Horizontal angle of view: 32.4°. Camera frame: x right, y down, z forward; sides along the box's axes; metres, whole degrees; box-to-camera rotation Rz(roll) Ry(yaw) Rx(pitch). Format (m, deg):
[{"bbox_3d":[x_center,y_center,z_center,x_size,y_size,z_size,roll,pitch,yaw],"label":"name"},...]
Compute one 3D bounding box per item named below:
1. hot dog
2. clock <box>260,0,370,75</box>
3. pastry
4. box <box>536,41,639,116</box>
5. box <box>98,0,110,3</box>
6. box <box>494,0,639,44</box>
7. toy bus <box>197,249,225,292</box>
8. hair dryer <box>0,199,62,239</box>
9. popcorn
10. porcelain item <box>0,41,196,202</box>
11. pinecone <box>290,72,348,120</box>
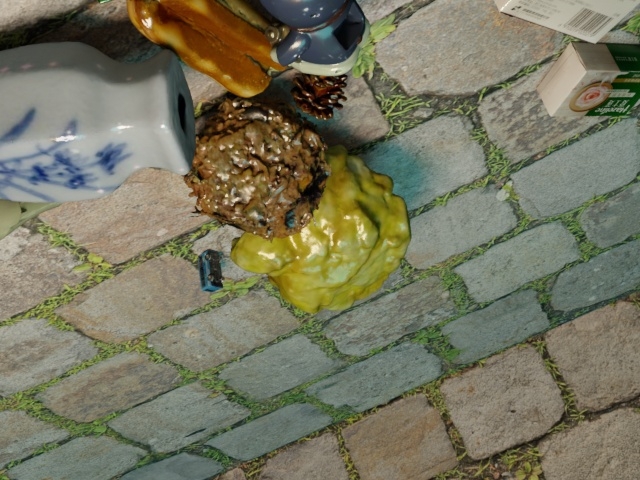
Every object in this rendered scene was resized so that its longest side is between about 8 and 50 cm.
[{"bbox_3d":[-0.171,-0.325,1.658,0.135,0.100,0.337,-40,147,18],"label":"hot dog"},{"bbox_3d":[-0.010,-0.366,1.625,0.199,0.146,0.243,-57,152,-16],"label":"clock"},{"bbox_3d":[-0.106,-0.116,1.882,0.275,0.193,0.275,0,117,0],"label":"pastry"},{"bbox_3d":[0.542,-0.312,2.142,0.199,0.081,0.135,-2,147,-26],"label":"box"},{"bbox_3d":[-0.204,-0.413,1.480,0.235,0.034,0.132,-16,115,-6],"label":"box"},{"bbox_3d":[0.421,-0.445,1.801,0.260,0.111,0.194,10,139,-39],"label":"box"},{"bbox_3d":[-0.232,0.065,2.311,0.046,0.083,0.038,-26,153,36],"label":"toy bus"},{"bbox_3d":[-0.574,-0.064,1.847,0.298,0.119,0.296,8,-165,41],"label":"hair dryer"},{"bbox_3d":[0.010,0.001,2.129,0.293,0.292,0.334,6,149,43],"label":"popcorn"},{"bbox_3d":[-0.401,-0.171,1.633,0.405,0.178,0.242,-6,152,5],"label":"porcelain item"},{"bbox_3d":[-0.002,-0.264,1.877,0.102,0.102,0.109,-4,117,-27],"label":"pinecone"}]
